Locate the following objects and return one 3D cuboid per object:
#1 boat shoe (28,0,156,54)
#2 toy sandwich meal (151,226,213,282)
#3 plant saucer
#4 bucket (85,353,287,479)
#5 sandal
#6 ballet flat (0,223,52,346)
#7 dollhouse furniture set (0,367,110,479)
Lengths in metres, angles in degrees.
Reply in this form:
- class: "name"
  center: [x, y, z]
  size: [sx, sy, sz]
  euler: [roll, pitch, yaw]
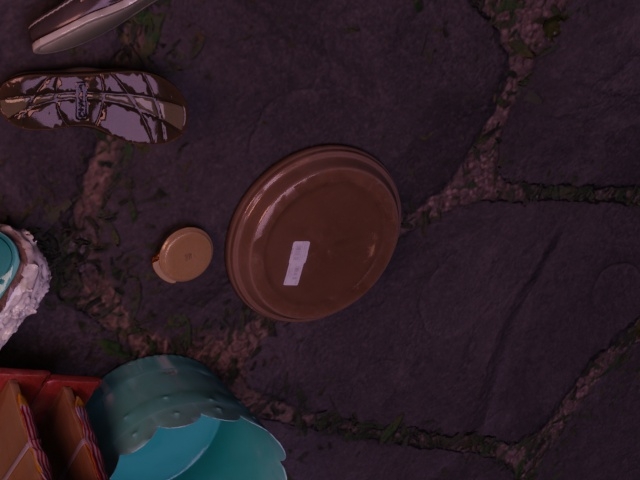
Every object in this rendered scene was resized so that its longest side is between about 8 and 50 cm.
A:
- class: "boat shoe"
  center: [-0.230, -0.283, 1.258]
  size: [0.227, 0.081, 0.069]
  euler: [-27, 92, -1]
- class: "toy sandwich meal"
  center: [-0.182, 0.018, 1.484]
  size: [0.085, 0.029, 0.086]
  euler: [-14, 118, -27]
- class: "plant saucer"
  center: [0.000, 0.000, 1.574]
  size: [0.277, 0.041, 0.278]
  euler: [-14, 123, -23]
- class: "bucket"
  center: [-0.205, 0.303, 1.530]
  size: [0.281, 0.183, 0.281]
  euler: [-14, 122, -23]
- class: "sandal"
  center: [-0.265, -0.162, 1.318]
  size: [0.219, 0.060, 0.090]
  euler: [-1, 111, -14]
- class: "ballet flat"
  center: [-0.458, 0.161, 1.318]
  size: [0.409, 0.147, 0.147]
  euler: [-49, 130, -7]
- class: "dollhouse furniture set"
  center: [-0.392, 0.353, 1.390]
  size: [0.152, 0.201, 0.374]
  euler: [14, 123, -40]
